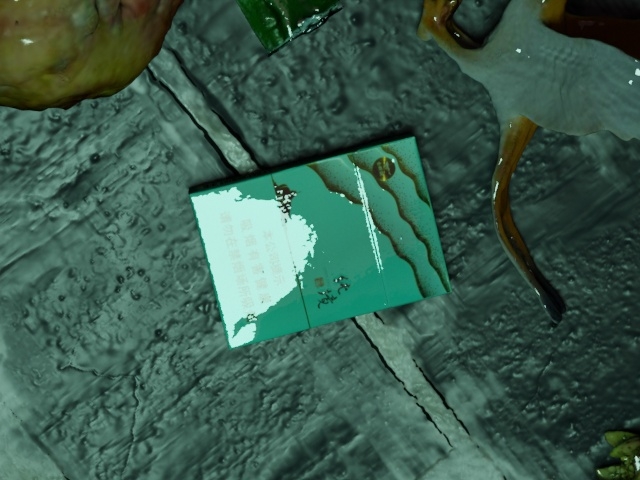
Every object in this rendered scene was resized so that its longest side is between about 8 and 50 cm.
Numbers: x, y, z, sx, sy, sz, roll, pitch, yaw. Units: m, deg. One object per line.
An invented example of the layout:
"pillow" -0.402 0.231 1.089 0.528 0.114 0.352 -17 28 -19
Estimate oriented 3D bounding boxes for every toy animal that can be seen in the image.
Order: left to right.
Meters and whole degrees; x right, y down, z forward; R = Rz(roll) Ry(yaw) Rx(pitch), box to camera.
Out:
"toy animal" 0.203 -0.121 1.891 0.302 0.225 0.284 40 114 3

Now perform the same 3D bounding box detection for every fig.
"fig" -0.297 -0.297 1.765 0.368 0.286 0.286 38 94 21

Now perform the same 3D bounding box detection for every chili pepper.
"chili pepper" -0.076 -0.287 1.850 0.088 0.059 0.227 -35 96 -4

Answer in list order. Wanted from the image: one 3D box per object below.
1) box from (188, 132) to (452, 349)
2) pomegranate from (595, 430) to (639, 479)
"box" 0.000 0.000 1.905 0.226 0.042 0.161 -14 101 -3
"pomegranate" 0.395 0.241 1.911 0.263 0.211 0.211 13 98 13
